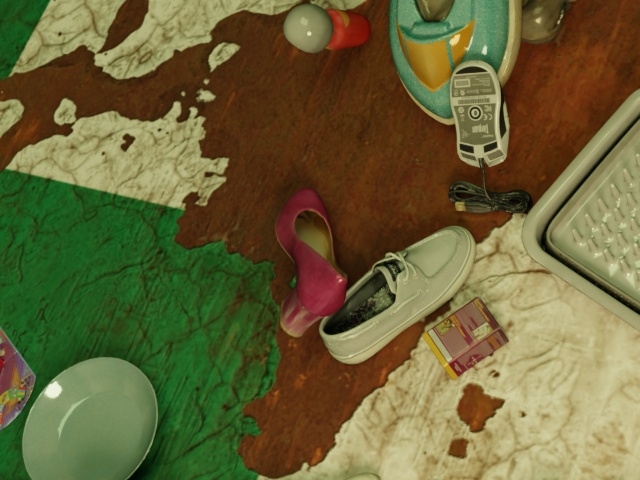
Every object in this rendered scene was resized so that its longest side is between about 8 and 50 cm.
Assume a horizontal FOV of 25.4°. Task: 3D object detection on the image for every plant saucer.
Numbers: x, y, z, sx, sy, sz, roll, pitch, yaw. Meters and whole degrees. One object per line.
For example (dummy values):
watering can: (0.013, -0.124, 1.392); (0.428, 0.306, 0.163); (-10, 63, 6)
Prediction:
plant saucer: (-0.288, 0.245, 1.811); (0.195, 0.037, 0.195); (-11, 58, 18)

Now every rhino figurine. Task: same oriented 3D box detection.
rhino figurine: (0.231, -0.328, 1.889); (0.243, 0.073, 0.106); (24, 71, 33)

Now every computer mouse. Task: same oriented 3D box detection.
computer mouse: (0.205, -0.129, 1.758); (0.106, 0.042, 0.193); (1, 102, 29)

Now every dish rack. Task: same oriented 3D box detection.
dish rack: (0.430, -0.010, 1.624); (0.333, 0.072, 0.285); (36, 82, 34)

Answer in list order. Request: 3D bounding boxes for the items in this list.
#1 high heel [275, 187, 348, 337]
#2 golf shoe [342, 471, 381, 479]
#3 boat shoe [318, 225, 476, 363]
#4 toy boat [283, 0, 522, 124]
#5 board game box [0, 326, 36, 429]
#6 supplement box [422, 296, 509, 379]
high heel: (0.000, 0.000, 1.753); (0.117, 0.082, 0.244); (-46, 22, 37)
golf shoe: (-0.008, 0.317, 1.621); (0.176, 0.086, 0.069); (-34, 53, 1)
boat shoe: (0.093, 0.058, 1.724); (0.227, 0.081, 0.079); (-41, 55, -2)
toy boat: (0.108, -0.281, 1.840); (0.318, 0.148, 0.268); (1, 96, 38)
board game box: (-0.468, 0.188, 1.924); (0.133, 0.033, 0.169); (-42, 54, -3)
supplement box: (0.172, 0.116, 1.681); (0.083, 0.043, 0.055); (-34, 54, 3)
